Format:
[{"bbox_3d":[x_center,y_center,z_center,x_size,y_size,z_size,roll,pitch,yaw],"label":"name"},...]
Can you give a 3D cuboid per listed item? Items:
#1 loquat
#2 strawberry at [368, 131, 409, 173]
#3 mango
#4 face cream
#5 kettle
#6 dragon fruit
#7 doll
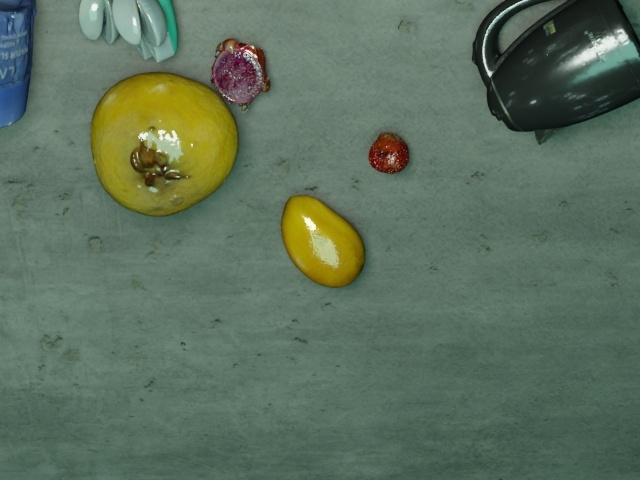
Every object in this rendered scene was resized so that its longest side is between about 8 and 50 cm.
[{"bbox_3d":[-0.293,-0.176,1.838,0.275,0.274,0.274,-1,121,-1],"label":"loquat"},{"bbox_3d":[0.135,-0.166,1.952,0.083,0.096,0.083,2,111,4],"label":"strawberry"},{"bbox_3d":[0.000,0.000,2.045,0.145,0.112,0.219,-33,105,17],"label":"mango"},{"bbox_3d":[-0.625,-0.339,1.734,0.249,0.249,0.225,10,119,-7],"label":"face cream"},{"bbox_3d":[0.424,-0.332,1.822,0.290,0.207,0.268,-26,90,23],"label":"kettle"},{"bbox_3d":[-0.146,-0.317,1.870,0.112,0.068,0.126,-34,106,25],"label":"dragon fruit"},{"bbox_3d":[-0.351,-0.429,1.766,0.153,0.195,0.258,-30,93,-22],"label":"doll"}]
